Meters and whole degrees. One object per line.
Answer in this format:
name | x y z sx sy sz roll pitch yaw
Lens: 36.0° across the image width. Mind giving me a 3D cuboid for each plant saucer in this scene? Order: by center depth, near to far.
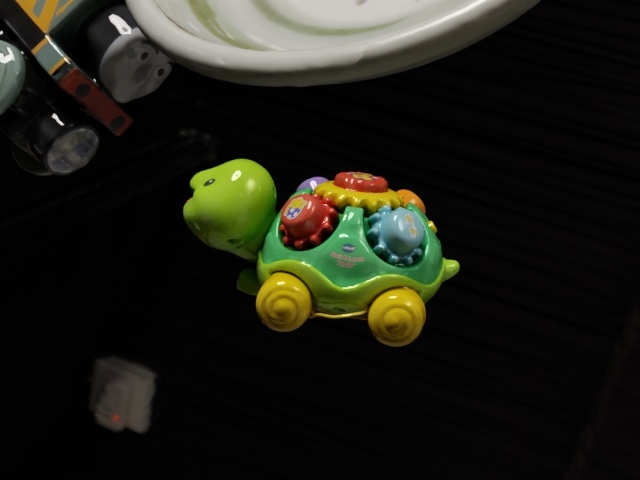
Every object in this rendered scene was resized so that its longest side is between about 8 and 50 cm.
plant saucer | 0.049 -0.240 0.728 0.400 0.400 0.100 -62 -35 -25

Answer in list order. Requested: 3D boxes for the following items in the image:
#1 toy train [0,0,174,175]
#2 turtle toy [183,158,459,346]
toy train | -0.264 -0.203 0.861 0.190 0.334 0.142 -44 -30 1
turtle toy | 0.000 0.000 0.455 0.095 0.130 0.066 -68 -15 -76
